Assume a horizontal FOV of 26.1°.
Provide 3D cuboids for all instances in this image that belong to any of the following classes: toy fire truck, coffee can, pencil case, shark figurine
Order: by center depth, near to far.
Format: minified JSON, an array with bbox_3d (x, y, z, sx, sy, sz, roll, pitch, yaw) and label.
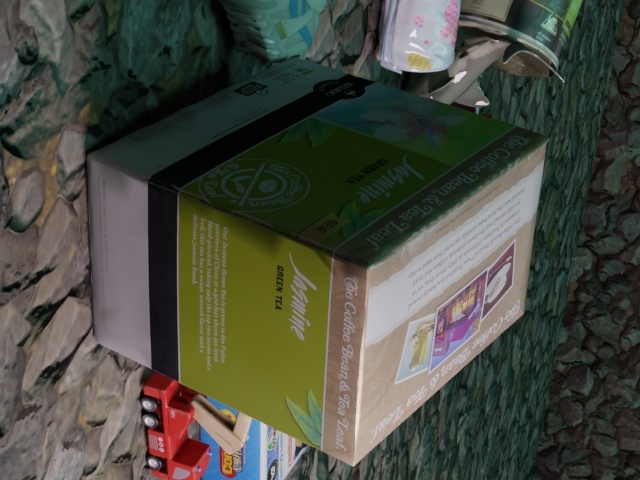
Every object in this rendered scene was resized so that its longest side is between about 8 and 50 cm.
[{"bbox_3d":[-0.125,0.194,1.500,0.047,0.135,0.192,-52,149,-49],"label":"toy fire truck"},{"bbox_3d":[0.139,-0.366,1.881,0.124,0.114,0.273,-34,135,-50],"label":"pencil case"},{"bbox_3d":[0.235,-0.239,2.060,0.116,0.278,0.166,41,41,-28],"label":"shark figurine"},{"bbox_3d":[0.314,-0.415,2.111,0.275,0.202,0.201,-68,160,-6],"label":"coffee can"}]

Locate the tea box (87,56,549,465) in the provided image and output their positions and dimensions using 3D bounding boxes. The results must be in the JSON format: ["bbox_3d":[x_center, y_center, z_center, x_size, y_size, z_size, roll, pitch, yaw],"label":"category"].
[{"bbox_3d":[0.000,0.000,1.352,0.329,0.324,0.219,-35,137,-47],"label":"tea box"}]

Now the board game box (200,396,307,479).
[{"bbox_3d":[-0.047,0.126,1.746,0.302,0.086,0.308,-49,147,-53],"label":"board game box"}]

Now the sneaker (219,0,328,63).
[{"bbox_3d":[-0.058,-0.241,1.466,0.229,0.087,0.092,10,98,-68],"label":"sneaker"}]

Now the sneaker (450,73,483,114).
[{"bbox_3d":[0.249,-0.268,2.321,0.075,0.063,0.170,-48,142,-42],"label":"sneaker"}]

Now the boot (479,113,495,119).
[{"bbox_3d":[0.322,-0.070,2.614,0.280,0.096,0.264,45,61,-67],"label":"boot"}]
